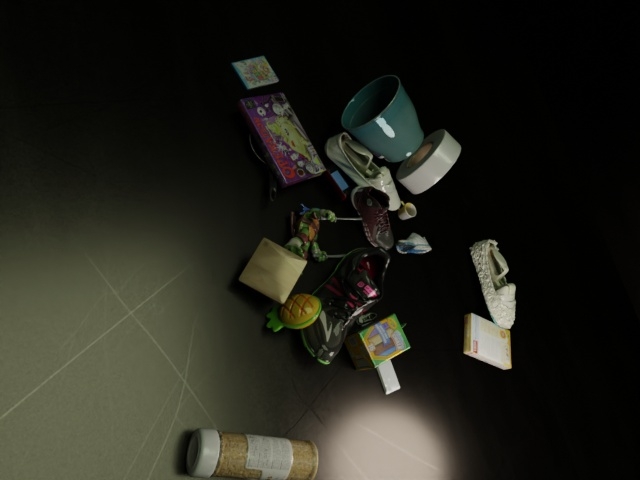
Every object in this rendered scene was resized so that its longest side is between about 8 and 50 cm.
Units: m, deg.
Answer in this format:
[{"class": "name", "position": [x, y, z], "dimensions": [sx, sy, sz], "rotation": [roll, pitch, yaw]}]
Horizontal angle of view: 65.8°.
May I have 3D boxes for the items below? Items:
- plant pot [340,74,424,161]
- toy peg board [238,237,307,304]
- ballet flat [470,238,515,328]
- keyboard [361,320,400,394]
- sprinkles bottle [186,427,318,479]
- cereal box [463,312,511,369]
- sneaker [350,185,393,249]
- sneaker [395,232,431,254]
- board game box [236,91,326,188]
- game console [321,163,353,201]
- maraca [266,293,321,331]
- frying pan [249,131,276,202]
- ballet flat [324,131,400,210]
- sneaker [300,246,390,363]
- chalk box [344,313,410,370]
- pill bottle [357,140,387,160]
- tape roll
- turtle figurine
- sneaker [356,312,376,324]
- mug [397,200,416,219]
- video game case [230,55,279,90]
[{"class": "plant pot", "position": [0.264, -0.455, 1.939], "dimensions": [0.255, 0.272, 0.271], "rotation": [41, 51, -33]}, {"class": "toy peg board", "position": [-0.153, 0.104, 1.590], "dimensions": [0.161, 0.079, 0.160], "rotation": [29, 72, 0]}, {"class": "ballet flat", "position": [0.768, 0.177, 2.159], "dimensions": [0.147, 0.147, 0.409], "rotation": [1, 64, -34]}, {"class": "keyboard", "position": [0.219, 0.419, 1.788], "dimensions": [0.072, 0.014, 0.256], "rotation": [-10, 76, -42]}, {"class": "sprinkles bottle", "position": [-0.182, 0.598, 1.368], "dimensions": [0.355, 0.121, 0.121], "rotation": [18, 61, -27]}, {"class": "cereal box", "position": [0.704, 0.426, 2.087], "dimensions": [0.240, 0.047, 0.173], "rotation": [25, 57, -22]}, {"class": "sneaker", "position": [0.226, -0.085, 1.888], "dimensions": [0.106, 0.162, 0.281], "rotation": [-37, 104, -24]}, {"class": "sneaker", "position": [0.373, 0.007, 2.041], "dimensions": [0.191, 0.071, 0.083], "rotation": [8, 60, -41]}, {"class": "board game box", "position": [-0.140, -0.373, 1.810], "dimensions": [0.208, 0.056, 0.347], "rotation": [-26, 86, -37]}, {"class": "game console", "position": [0.073, -0.234, 1.922], "dimensions": [0.124, 0.085, 0.144], "rotation": [-36, 93, -38]}, {"class": "maraca", "position": [-0.086, 0.230, 1.571], "dimensions": [0.127, 0.186, 0.099], "rotation": [-97, 166, -54]}, {"class": "frying pan", "position": [-0.156, -0.290, 1.814], "dimensions": [0.197, 0.053, 0.326], "rotation": [-10, 78, -37]}, {"class": "ballet flat", "position": [0.188, -0.277, 1.970], "dimensions": [0.400, 0.139, 0.139], "rotation": [42, 53, -6]}, {"class": "sneaker", "position": [0.090, 0.189, 1.672], "dimensions": [0.185, 0.202, 0.483], "rotation": [39, 57, -13]}, {"class": "chalk box", "position": [0.210, 0.344, 1.718], "dimensions": [0.213, 0.132, 0.132], "rotation": [-20, 81, -29]}, {"class": "pill bottle", "position": [0.248, -0.409, 2.111], "dimensions": [0.169, 0.094, 0.094], "rotation": [31, 56, -20]}, {"class": "tape roll", "position": [0.453, -0.333, 2.098], "dimensions": [0.100, 0.286, 0.286], "rotation": [39, 54, -13]}, {"class": "turtle figurine", "position": [0.000, 0.000, 1.699], "dimensions": [0.275, 0.198, 0.266], "rotation": [42, 48, -8]}, {"class": "sneaker", "position": [0.166, 0.280, 1.795], "dimensions": [0.083, 0.037, 0.032], "rotation": [-20, 84, -36]}, {"class": "mug", "position": [0.356, -0.124, 2.079], "dimensions": [0.062, 0.064, 0.078], "rotation": [-4, 72, -35]}, {"class": "video game case", "position": [-0.254, -0.653, 1.928], "dimensions": [0.166, 0.015, 0.119], "rotation": [-31, 89, -38]}]
